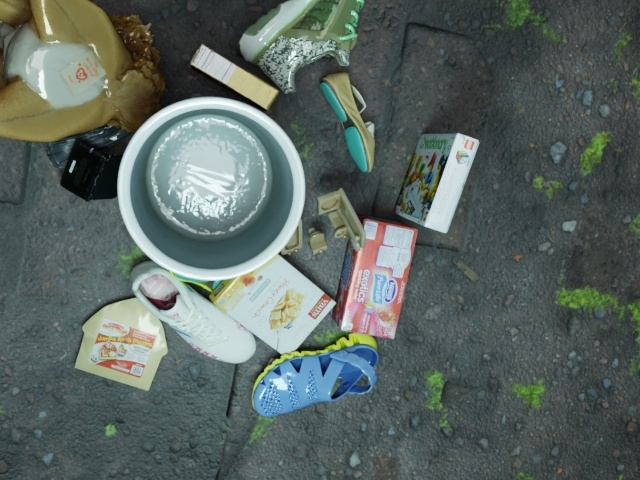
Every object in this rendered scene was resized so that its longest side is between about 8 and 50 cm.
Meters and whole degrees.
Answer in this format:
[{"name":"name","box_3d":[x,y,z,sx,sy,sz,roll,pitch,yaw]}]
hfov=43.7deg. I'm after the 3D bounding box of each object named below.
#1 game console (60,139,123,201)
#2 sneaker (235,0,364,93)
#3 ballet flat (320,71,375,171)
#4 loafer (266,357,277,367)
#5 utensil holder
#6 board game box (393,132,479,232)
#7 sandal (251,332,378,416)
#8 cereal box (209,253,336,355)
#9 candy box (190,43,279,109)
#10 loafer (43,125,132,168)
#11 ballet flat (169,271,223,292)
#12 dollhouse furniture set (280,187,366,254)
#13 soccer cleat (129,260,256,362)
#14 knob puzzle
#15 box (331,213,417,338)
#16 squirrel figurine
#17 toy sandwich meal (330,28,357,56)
[{"name":"game console","box_3d":[-0.472,-0.148,1.683,0.107,0.071,0.122,31,119,-2]},{"name":"sneaker","box_3d":[0.029,-0.459,1.680,0.410,0.158,0.182,-36,93,6]},{"name":"ballet flat","box_3d":[0.080,-0.266,1.762,0.073,0.080,0.232,-30,103,-19]},{"name":"loafer","box_3d":[-0.121,0.331,1.838,0.045,0.039,0.125,20,99,-44]},{"name":"utensil holder","box_3d":[-0.216,-0.117,1.579,0.327,0.385,0.328,-1,99,-8]},{"name":"board game box","box_3d":[0.237,-0.128,1.687,0.053,0.305,0.193,19,94,-9]},{"name":"sandal","box_3d":[-0.001,0.311,1.779,0.317,0.138,0.126,-24,120,-8]},{"name":"cereal box","box_3d":[-0.102,0.132,1.769,0.240,0.047,0.173,40,91,-30]},{"name":"candy box","box_3d":[-0.184,-0.343,1.692,0.186,0.109,0.053,31,92,-11]},{"name":"loafer","box_3d":[-0.475,-0.228,1.679,0.223,0.076,0.078,-27,110,-1]},{"name":"ballet flat","box_3d":[-0.244,0.069,1.749,0.231,0.077,0.077,25,100,-43]},{"name":"dollhouse furniture set","box_3d":[0.000,0.000,1.686,0.151,0.144,0.123,-20,61,-13]},{"name":"soccer cleat","box_3d":[-0.281,0.171,1.732,0.331,0.143,0.116,38,91,-12]},{"name":"knob puzzle","box_3d":[-0.432,0.216,1.773,0.213,0.030,0.213,-1,98,-8]},{"name":"box","box_3d":[0.119,0.078,1.791,0.128,0.122,0.257,10,96,-10]},{"name":"squirrel figurine","box_3d":[-0.506,-0.351,1.550,0.397,0.370,0.281,10,104,-42]},{"name":"toy sandwich meal","box_3d":[0.040,-0.444,1.754,0.085,0.029,0.086,0,87,-6]}]
